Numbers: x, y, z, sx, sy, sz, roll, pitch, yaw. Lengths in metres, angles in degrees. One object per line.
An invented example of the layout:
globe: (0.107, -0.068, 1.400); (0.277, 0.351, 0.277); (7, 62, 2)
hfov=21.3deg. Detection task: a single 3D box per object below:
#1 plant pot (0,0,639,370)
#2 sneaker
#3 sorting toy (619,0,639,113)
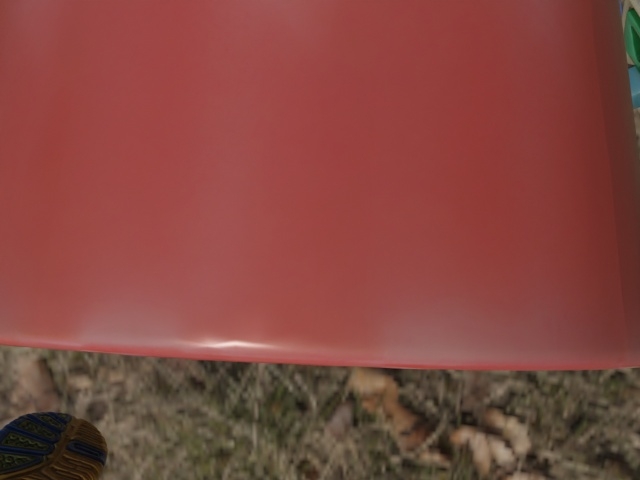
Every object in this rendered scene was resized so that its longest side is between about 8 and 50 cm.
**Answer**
plant pot: (-0.005, -0.078, 0.643); (0.275, 0.275, 0.243); (2, 87, 2)
sneaker: (-0.289, 0.281, 1.606); (0.112, 0.131, 0.296); (19, 32, 2)
sorting toy: (0.333, -0.141, 1.691); (0.047, 0.196, 0.348); (-24, 63, -3)
